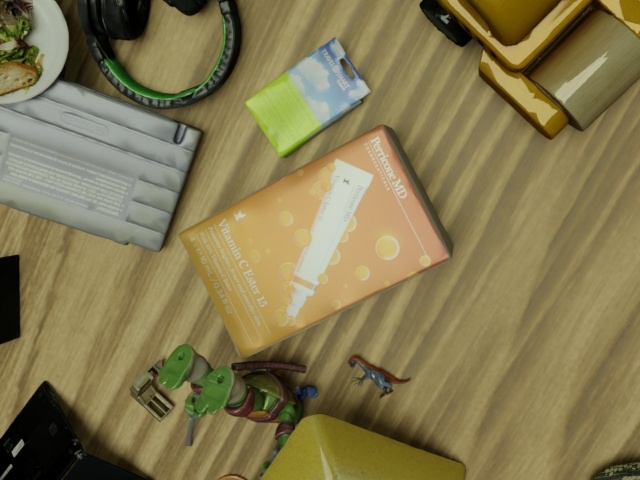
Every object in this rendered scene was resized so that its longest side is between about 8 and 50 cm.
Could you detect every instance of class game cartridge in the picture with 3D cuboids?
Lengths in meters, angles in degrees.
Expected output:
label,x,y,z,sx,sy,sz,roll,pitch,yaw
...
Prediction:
label,x,y,z,sx,sy,sz,roll,pitch,yaw
game cartridge,-0.399,-0.136,1.117,0.355,0.068,0.230,20,105,-11

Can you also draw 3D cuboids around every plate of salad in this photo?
label,x,y,z,sx,sy,sz,roll,pitch,yaw
plate of salad,-0.483,-0.306,1.020,0.200,0.048,0.199,0,92,-10

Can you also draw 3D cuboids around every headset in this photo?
label,x,y,z,sx,sy,sz,roll,pitch,yaw
headset,-0.278,-0.396,1.045,0.243,0.185,0.394,-17,104,13

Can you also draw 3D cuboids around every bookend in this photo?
label,x,y,z,sx,sy,sz,roll,pitch,yaw
bookend,-0.635,0.102,1.232,0.157,0.072,0.156,3,96,12

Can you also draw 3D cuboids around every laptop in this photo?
label,x,y,z,sx,sy,sz,roll,pitch,yaw
laptop,-0.472,0.438,1.268,0.234,0.136,0.264,-51,60,12

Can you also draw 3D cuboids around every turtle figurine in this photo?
label,x,y,z,sx,sy,sz,roll,pitch,yaw
turtle figurine,-0.142,0.289,1.048,0.275,0.266,0.197,-33,48,6

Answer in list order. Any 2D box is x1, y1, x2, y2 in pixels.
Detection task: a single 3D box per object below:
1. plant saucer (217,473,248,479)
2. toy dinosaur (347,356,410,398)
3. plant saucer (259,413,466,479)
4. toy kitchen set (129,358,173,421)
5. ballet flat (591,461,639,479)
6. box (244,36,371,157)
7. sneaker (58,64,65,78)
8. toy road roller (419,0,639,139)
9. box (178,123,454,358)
label,x,y,z,sx,sy,sz,roll,pitch,yaw
plant saucer,-0.154,0.455,1.204,0.084,0.013,0.083,1,96,12
toy dinosaur,0.086,0.220,1.126,0.090,0.047,0.082,-27,80,-20
plant saucer,0.035,0.454,1.042,0.333,0.081,0.332,27,103,-28
toy kitchen set,-0.279,0.258,1.183,0.075,0.083,0.068,41,61,4
ballet flat,0.637,0.427,0.952,0.483,0.182,0.164,10,99,11
box,-0.019,-0.225,1.083,0.178,0.042,0.109,-33,90,13
sneaker,-0.484,-0.361,1.134,0.125,0.139,0.340,4,117,-15
toy road roller,0.288,-0.307,0.909,0.329,0.240,0.202,45,103,4
box,0.000,0.000,1.041,0.345,0.168,0.215,-27,90,13
